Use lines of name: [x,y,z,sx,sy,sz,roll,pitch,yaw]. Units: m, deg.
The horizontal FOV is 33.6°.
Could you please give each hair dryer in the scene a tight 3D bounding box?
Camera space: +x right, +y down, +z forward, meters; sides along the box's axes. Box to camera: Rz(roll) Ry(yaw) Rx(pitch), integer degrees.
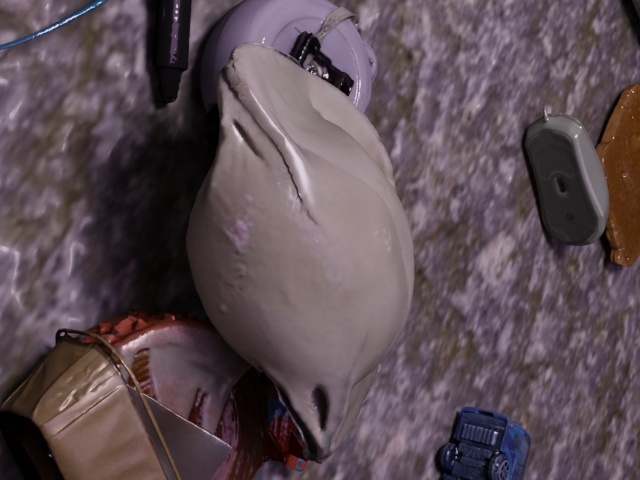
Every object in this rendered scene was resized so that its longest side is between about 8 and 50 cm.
hair dryer: [-0.119,-0.250,0.983,0.114,0.071,0.248,-2,96,-39]

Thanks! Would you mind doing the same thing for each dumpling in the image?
dumpling: [-0.002,-0.003,0.935,0.341,0.181,0.260,57,32,-5]

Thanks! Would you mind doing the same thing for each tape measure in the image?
tape measure: [-0.028,-0.149,1.031,0.178,0.105,0.196,26,76,-36]

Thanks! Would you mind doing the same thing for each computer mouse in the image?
computer mouse: [0.309,-0.084,1.323,0.056,0.089,0.181,-34,109,-45]

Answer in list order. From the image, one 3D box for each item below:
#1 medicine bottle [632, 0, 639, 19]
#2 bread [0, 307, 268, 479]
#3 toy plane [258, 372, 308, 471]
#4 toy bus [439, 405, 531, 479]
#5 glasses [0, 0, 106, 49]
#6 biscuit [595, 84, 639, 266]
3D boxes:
medicine bottle: [0.535,-0.266,1.473,0.133,0.133,0.274,-47,118,-29]
bread: [-0.148,0.167,0.915,0.212,0.142,0.224,-31,110,-33]
toy plane: [-0.040,0.138,1.057,0.130,0.061,0.189,6,83,-39]
toy bus: [0.176,0.317,1.231,0.094,0.079,0.236,33,70,-52]
glasses: [-0.261,-0.259,0.883,0.221,0.088,0.189,-36,115,-11]
biscuit: [0.414,-0.089,1.440,0.162,0.035,0.250,11,85,-44]
